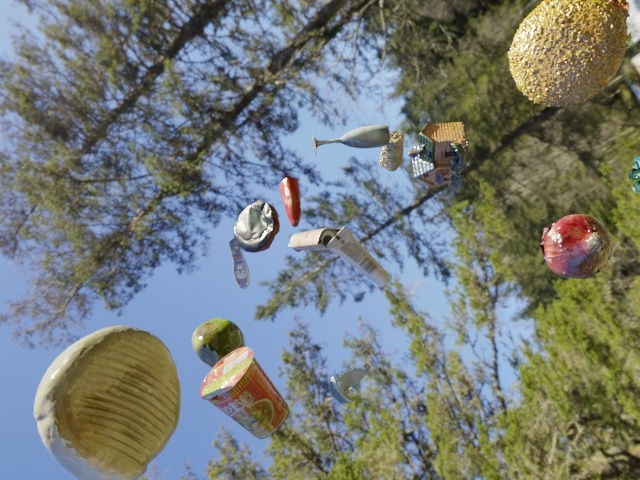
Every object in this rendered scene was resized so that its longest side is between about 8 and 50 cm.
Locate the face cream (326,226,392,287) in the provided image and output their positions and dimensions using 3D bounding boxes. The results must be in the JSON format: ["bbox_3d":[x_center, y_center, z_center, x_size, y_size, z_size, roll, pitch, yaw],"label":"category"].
[{"bbox_3d":[0.139,0.066,1.676,0.243,0.092,0.058,42,-177,-7],"label":"face cream"}]

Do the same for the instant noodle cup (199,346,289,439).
[{"bbox_3d":[-0.200,0.441,1.380,0.212,0.193,0.193,53,-152,-19],"label":"instant noodle cup"}]

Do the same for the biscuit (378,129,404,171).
[{"bbox_3d":[0.261,-0.323,1.778,0.070,0.169,0.082,36,-116,21],"label":"biscuit"}]

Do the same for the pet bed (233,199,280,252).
[{"bbox_3d":[-0.228,-0.048,1.748,0.053,0.201,0.201,18,-136,-50],"label":"pet bed"}]

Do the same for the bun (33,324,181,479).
[{"bbox_3d":[-0.517,0.395,1.203,0.365,0.219,0.366,31,-130,-47],"label":"bun"}]

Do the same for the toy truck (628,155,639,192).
[{"bbox_3d":[0.578,-0.074,0.807,0.175,0.081,0.067,54,-170,-19],"label":"toy truck"}]

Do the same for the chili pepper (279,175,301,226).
[{"bbox_3d":[-0.090,-0.112,1.543,0.064,0.088,0.169,-4,-124,-10],"label":"chili pepper"}]

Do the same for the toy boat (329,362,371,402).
[{"bbox_3d":[0.087,0.439,1.527,0.105,0.149,0.034,28,-173,-12],"label":"toy boat"}]

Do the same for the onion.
[{"bbox_3d":[0.691,0.012,1.307,0.184,0.183,0.147,60,178,10],"label":"onion"}]

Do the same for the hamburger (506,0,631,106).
[{"bbox_3d":[0.638,-0.495,1.273,0.275,0.295,0.179,21,-163,29],"label":"hamburger"}]

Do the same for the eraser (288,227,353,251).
[{"bbox_3d":[0.000,0.000,1.997,0.171,0.290,0.087,2,-94,-27],"label":"eraser"}]

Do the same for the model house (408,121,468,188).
[{"bbox_3d":[0.371,-0.276,1.572,0.183,0.172,0.167,81,-169,-53],"label":"model house"}]

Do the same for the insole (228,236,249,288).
[{"bbox_3d":[-0.301,0.084,1.815,0.004,0.065,0.197,-22,-78,-73],"label":"insole"}]

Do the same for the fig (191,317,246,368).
[{"bbox_3d":[-0.304,0.345,1.586,0.233,0.167,0.167,37,-147,-36],"label":"fig"}]

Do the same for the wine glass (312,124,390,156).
[{"bbox_3d":[0.079,-0.256,1.247,0.066,0.197,0.066,173,90,-86],"label":"wine glass"}]
